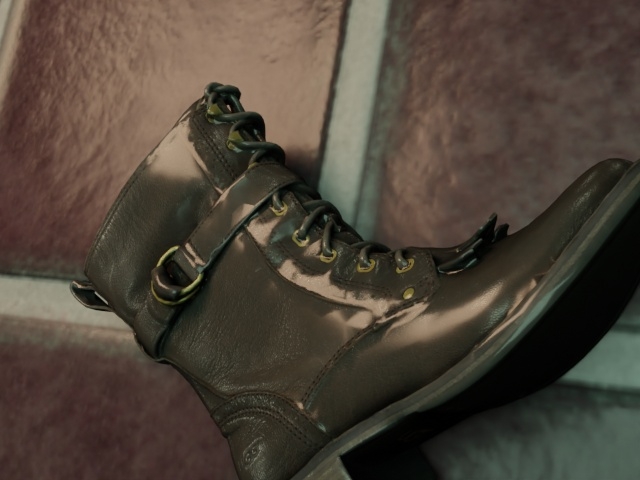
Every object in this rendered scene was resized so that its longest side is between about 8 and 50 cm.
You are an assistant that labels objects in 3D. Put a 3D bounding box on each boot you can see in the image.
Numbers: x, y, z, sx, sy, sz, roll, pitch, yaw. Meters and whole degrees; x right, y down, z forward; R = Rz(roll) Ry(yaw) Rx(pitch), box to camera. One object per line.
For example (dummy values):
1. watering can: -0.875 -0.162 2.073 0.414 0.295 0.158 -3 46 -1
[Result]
1. boot: 0.000 0.000 0.421 0.263 0.091 0.229 -44 60 11
